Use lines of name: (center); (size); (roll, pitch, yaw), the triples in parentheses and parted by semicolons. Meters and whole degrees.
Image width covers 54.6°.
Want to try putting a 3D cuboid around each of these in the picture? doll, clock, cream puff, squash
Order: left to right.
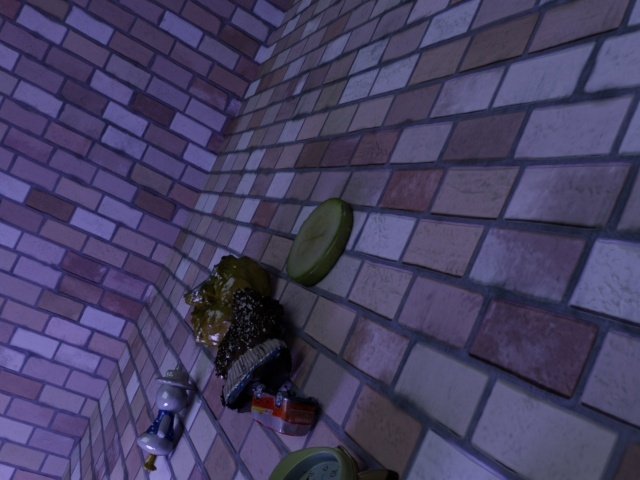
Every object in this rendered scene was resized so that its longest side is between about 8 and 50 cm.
doll: (-0.433, 0.492, 1.738); (0.138, 0.119, 0.293); (129, 155, -68)
cream puff: (-0.257, 0.153, 1.619); (0.282, 0.185, 0.282); (-47, 30, 38)
squash: (-0.004, -0.002, 1.418); (0.219, 0.041, 0.219); (-47, 28, 34)
clock: (0.002, 0.382, 0.896); (0.232, 0.069, 0.170); (-25, 23, 39)

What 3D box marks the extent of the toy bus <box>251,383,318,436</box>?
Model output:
toy bus: (-0.071, 0.321, 1.171); (0.174, 0.079, 0.077); (-10, 65, 62)

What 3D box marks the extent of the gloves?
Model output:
gloves: (-0.152, 0.226, 1.371); (0.210, 0.135, 0.312); (-66, 19, 11)
